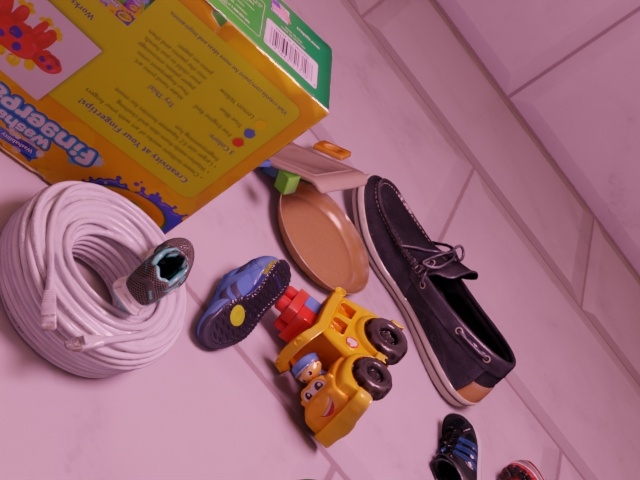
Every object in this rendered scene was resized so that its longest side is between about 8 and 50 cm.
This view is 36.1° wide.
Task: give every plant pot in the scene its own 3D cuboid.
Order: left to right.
[{"bbox_3d":[0.000,0.000,1.771,0.236,0.032,0.236,38,33,-30],"label":"plant pot"}]

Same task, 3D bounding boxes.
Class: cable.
[{"bbox_3d":[-0.281,0.049,1.233,0.257,0.089,0.257,19,45,-49],"label":"cable"}]

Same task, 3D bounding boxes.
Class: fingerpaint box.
[{"bbox_3d":[-0.267,-0.245,1.258,0.445,0.371,0.163,39,33,-28],"label":"fingerpaint box"}]

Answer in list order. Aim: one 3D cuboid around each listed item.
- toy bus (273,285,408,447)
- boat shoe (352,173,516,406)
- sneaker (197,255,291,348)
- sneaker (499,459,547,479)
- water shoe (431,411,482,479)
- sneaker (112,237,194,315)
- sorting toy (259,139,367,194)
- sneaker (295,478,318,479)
[{"bbox_3d":[0.005,0.172,1.504,0.211,0.149,0.220,38,33,-5],"label":"toy bus"},{"bbox_3d":[0.221,0.074,1.910,0.187,0.156,0.500,-1,61,-55],"label":"boat shoe"},{"bbox_3d":[-0.129,0.091,1.462,0.209,0.082,0.069,-46,131,-44],"label":"sneaker"},{"bbox_3d":[0.428,0.510,1.846,0.093,0.088,0.225,-11,70,-61],"label":"sneaker"},{"bbox_3d":[0.235,0.377,1.701,0.080,0.073,0.203,32,36,-34],"label":"water shoe"},{"bbox_3d":[-0.187,0.035,1.218,0.065,0.076,0.166,52,28,-10],"label":"sneaker"},{"bbox_3d":[-0.035,-0.131,1.786,0.196,0.047,0.348,29,22,24],"label":"sorting toy"},{"bbox_3d":[-0.056,0.364,1.216,0.296,0.124,0.109,-9,68,-60],"label":"sneaker"}]
